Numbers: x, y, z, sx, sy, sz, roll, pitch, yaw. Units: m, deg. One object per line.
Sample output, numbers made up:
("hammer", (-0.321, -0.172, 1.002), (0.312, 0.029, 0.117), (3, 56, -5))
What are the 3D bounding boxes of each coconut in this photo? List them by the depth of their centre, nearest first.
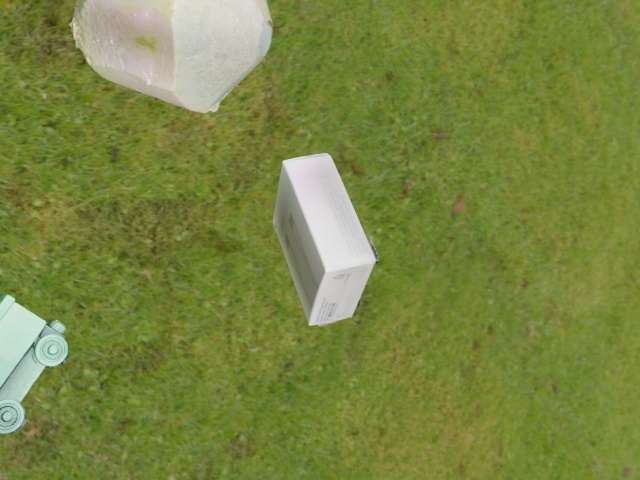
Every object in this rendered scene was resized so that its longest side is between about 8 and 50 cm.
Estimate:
("coconut", (-0.111, -0.183, 0.530), (0.147, 0.153, 0.147), (-59, 164, -28))

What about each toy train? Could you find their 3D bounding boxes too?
("toy train", (-0.675, 0.269, 1.365), (0.202, 0.120, 0.300), (40, 56, -20))

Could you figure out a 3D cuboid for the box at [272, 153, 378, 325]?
("box", (0.000, 0.000, 1.204), (0.106, 0.251, 0.203), (-11, 150, -16))
